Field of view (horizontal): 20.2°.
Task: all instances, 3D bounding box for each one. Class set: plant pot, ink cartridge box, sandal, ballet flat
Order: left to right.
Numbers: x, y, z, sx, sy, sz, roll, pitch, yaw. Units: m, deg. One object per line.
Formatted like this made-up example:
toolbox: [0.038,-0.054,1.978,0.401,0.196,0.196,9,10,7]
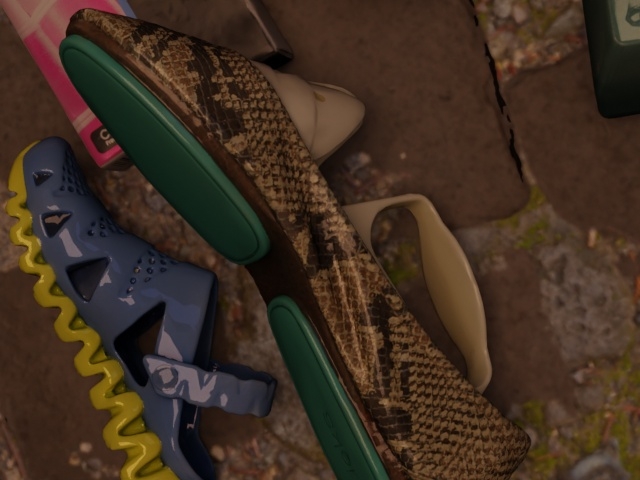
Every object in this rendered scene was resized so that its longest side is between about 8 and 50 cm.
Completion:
ink cartridge box: [-0.192,-0.256,1.455,0.176,0.069,0.371,-33,81,11]
sandal: [-0.139,0.056,1.422,0.138,0.126,0.317,-27,93,8]
ballet flat: [0.000,0.000,1.366,0.182,0.164,0.482,-35,95,-20]
plant pot: [0.260,-0.186,1.262,0.166,0.234,0.165,-8,88,13]
